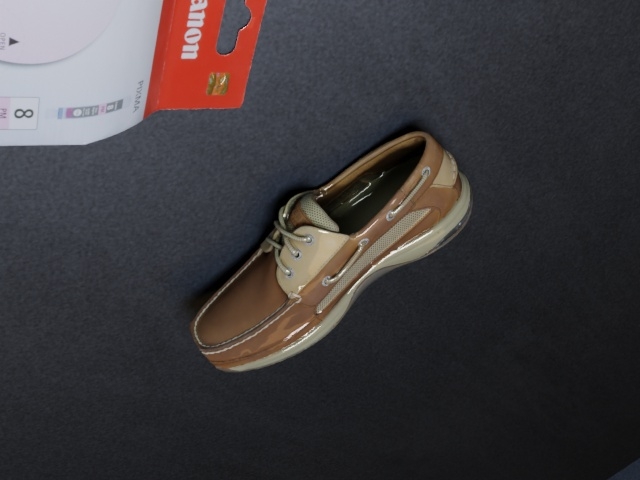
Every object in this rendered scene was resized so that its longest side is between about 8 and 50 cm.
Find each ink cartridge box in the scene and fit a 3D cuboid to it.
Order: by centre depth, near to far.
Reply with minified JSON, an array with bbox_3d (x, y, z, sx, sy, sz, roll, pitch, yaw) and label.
[{"bbox_3d":[-0.144,-0.161,0.653,0.232,0.066,0.189,-2,134,-24],"label":"ink cartridge box"}]

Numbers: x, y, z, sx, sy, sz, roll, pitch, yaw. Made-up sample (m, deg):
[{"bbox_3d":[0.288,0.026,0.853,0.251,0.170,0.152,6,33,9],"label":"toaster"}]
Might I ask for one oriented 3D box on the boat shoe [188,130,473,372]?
[{"bbox_3d":[0.000,0.000,0.877,0.324,0.122,0.120,-37,136,-3],"label":"boat shoe"}]
